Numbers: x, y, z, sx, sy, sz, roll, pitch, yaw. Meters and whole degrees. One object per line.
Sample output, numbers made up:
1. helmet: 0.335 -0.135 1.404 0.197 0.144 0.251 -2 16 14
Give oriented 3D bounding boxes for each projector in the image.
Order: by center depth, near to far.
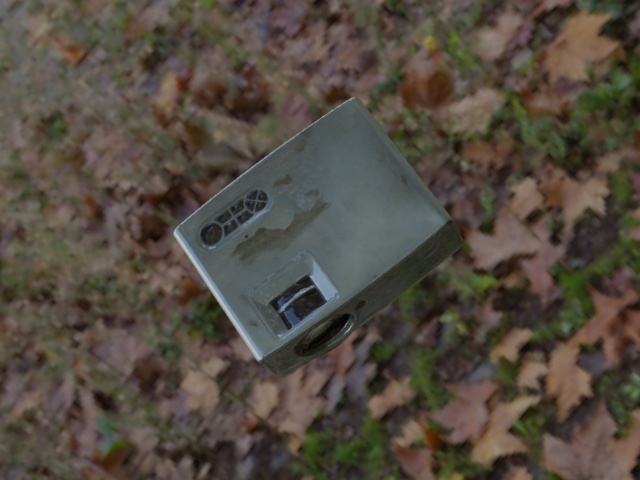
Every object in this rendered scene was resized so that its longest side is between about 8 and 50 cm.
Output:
1. projector: 0.000 0.000 0.896 0.147 0.061 0.115 -37 63 2
